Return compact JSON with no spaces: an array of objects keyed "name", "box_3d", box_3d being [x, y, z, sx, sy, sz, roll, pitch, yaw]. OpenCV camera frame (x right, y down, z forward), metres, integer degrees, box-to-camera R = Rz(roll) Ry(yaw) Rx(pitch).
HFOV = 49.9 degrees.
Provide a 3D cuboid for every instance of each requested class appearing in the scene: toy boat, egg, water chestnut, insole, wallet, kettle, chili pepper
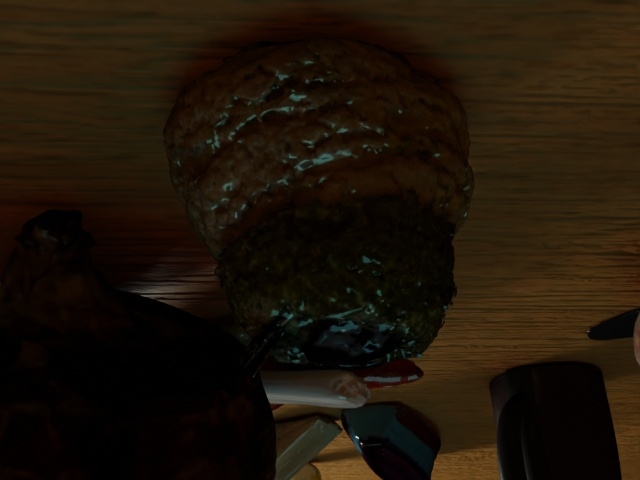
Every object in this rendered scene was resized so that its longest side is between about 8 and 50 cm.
[{"name":"toy boat","box_3d":[0.130,0.347,1.121,0.136,0.079,0.392,-9,147,16]},{"name":"egg","box_3d":[-0.033,0.453,1.292,0.071,0.071,0.083,-3,154,2]},{"name":"water chestnut","box_3d":[-0.194,0.128,0.514,0.350,0.302,0.350,9,-174,-1]},{"name":"insole","box_3d":[0.391,0.070,0.705,0.232,0.003,0.080,-19,147,27]},{"name":"wallet","box_3d":[-0.045,0.148,0.689,0.190,0.033,0.095,-2,163,14]},{"name":"kettle","box_3d":[0.284,0.274,0.827,0.144,0.232,0.202,-24,143,33]},{"name":"chili pepper","box_3d":[-0.021,0.152,0.763,0.272,0.063,0.071,-15,137,20]}]

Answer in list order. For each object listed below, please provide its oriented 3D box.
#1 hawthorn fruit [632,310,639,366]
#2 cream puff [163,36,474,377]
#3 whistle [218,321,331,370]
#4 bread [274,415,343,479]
[{"name":"hawthorn fruit","box_3d":[0.393,0.121,0.566,0.263,0.231,0.235,5,161,-2]},{"name":"cream puff","box_3d":[0.000,0.000,0.388,0.183,0.169,0.183,-2,152,-1]},{"name":"whistle","box_3d":[-0.049,0.104,0.682,0.198,0.057,0.104,-6,150,5]},{"name":"bread","box_3d":[-0.056,0.296,1.059,0.152,0.105,0.077,-43,140,6]}]
